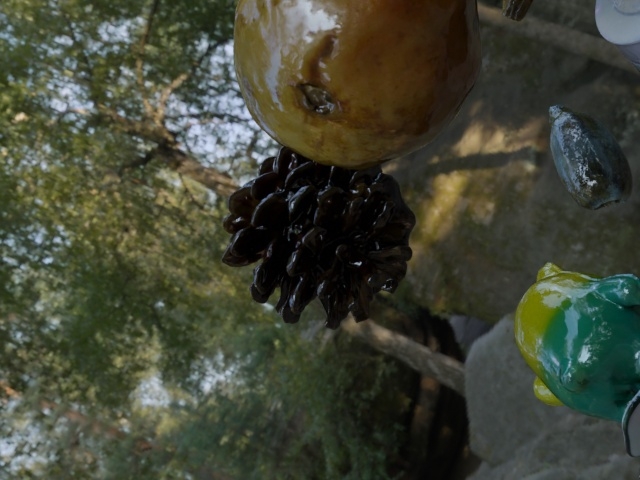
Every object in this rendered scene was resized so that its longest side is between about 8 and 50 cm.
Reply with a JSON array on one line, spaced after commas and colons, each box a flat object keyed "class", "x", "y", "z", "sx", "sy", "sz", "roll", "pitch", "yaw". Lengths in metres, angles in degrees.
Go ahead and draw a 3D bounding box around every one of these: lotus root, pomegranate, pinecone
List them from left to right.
[{"class": "pinecone", "x": 0.000, "y": 0.000, "z": 1.571, "sx": 0.397, "sy": 0.398, "sz": 0.397, "roll": -59, "pitch": -17, "yaw": -29}, {"class": "pomegranate", "x": 0.059, "y": -0.304, "z": 1.170, "sx": 0.410, "sy": 0.410, "sz": 0.410, "roll": -59, "pitch": -17, "yaw": -29}, {"class": "lotus root", "x": 0.649, "y": -0.223, "z": 1.919, "sx": 0.140, "sy": 0.158, "sz": 0.322, "roll": 65, "pitch": -175, "yaw": -66}]

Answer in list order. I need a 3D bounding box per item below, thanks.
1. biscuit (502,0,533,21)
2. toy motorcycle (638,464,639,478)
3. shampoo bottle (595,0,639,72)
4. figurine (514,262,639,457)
[{"class": "biscuit", "x": 0.397, "y": -0.534, "z": 1.381, "sx": 0.262, "sy": 0.052, "sz": 0.277, "roll": -65, "pitch": -1, "yaw": 36}, {"class": "toy motorcycle", "x": 0.644, "y": 0.506, "z": 1.468, "sx": 0.058, "sy": 0.100, "sz": 0.173, "roll": 28, "pitch": -112, "yaw": -44}, {"class": "shampoo bottle", "x": 0.561, "y": -0.339, "z": 1.106, "sx": 0.273, "sy": 0.267, "sz": 0.272, "roll": -47, "pitch": 32, "yaw": 42}, {"class": "figurine", "x": 0.469, "y": 0.187, "z": 1.342, "sx": 0.232, "sy": 0.340, "sz": 0.323, "roll": -6, "pitch": -65, "yaw": -25}]
